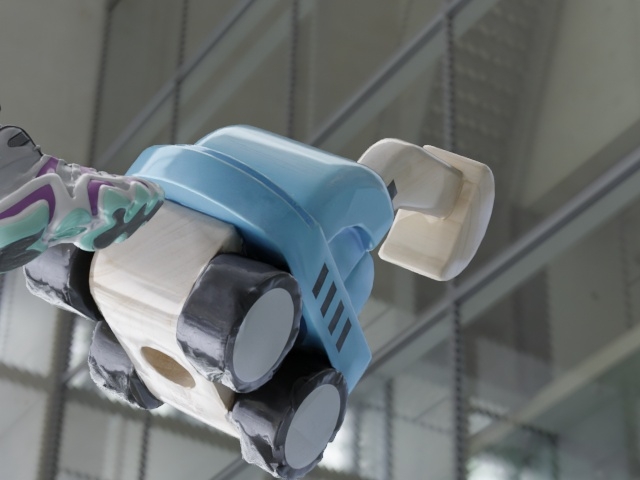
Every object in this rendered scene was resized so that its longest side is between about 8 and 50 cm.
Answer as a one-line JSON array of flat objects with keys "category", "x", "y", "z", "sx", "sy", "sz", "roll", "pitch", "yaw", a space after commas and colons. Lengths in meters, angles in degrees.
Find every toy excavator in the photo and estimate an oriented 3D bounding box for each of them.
[{"category": "toy excavator", "x": 0.000, "y": 0.000, "z": 1.638, "sx": 0.222, "sy": 0.433, "sz": 0.445, "roll": 22, "pitch": -116, "yaw": 30}]

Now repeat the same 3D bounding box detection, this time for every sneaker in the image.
[{"category": "sneaker", "x": -0.113, "y": -0.029, "z": 0.728, "sx": 0.098, "sy": 0.038, "sz": 0.069, "roll": -13, "pitch": -117, "yaw": -49}]
